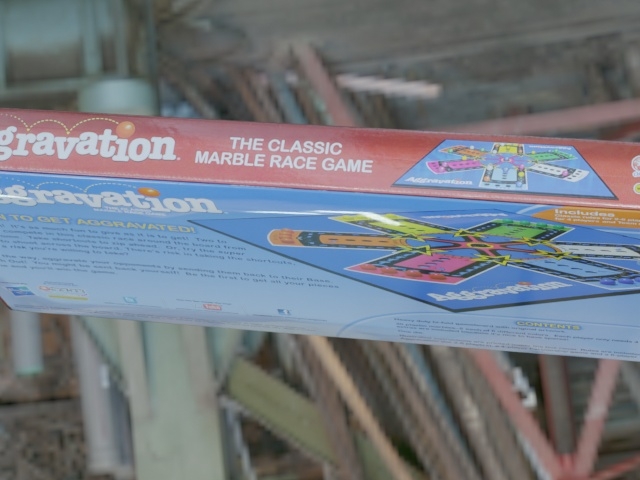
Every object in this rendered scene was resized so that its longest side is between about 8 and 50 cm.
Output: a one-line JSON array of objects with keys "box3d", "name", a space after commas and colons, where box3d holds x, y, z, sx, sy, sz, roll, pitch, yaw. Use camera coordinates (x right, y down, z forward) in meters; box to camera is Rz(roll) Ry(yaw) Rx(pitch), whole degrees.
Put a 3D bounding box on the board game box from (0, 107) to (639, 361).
[{"box3d": [0.000, 0.000, 0.616, 0.281, 0.027, 0.145, 4, 159, 11], "name": "board game box"}]
